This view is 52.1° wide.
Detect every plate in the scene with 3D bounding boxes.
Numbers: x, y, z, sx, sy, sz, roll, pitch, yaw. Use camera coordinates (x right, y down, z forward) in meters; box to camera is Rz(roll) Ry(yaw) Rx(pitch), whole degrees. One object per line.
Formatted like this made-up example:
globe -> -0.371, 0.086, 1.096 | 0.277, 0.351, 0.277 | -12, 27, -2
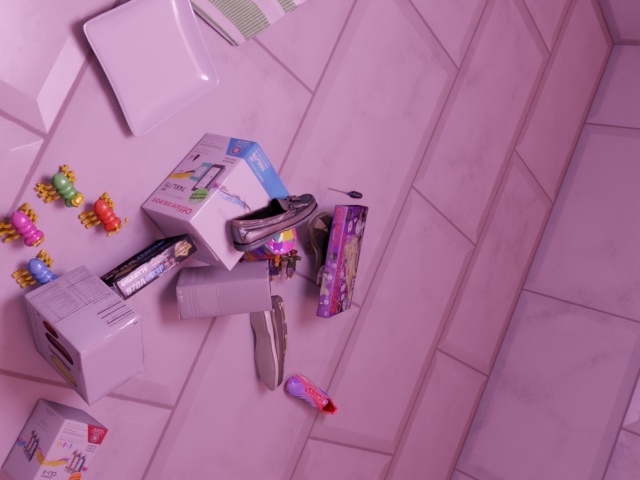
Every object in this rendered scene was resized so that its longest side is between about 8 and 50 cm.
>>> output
plate -> -0.384, -0.422, 1.507 | 0.278, 0.045, 0.277 | -43, 132, -30

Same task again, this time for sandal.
sandal -> 0.001, -0.002, 2.065 | 0.120, 0.086, 0.302 | -44, 149, -23

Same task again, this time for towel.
towel -> -0.150, -0.601, 1.540 | 0.248, 0.325, 0.038 | 31, 44, -49

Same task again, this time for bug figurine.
bug figurine -> -0.560, -0.025, 1.423 | 0.279, 0.072, 0.216 | -50, 135, -25

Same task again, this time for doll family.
doll family -> -0.146, 0.060, 1.938 | 0.193, 0.076, 0.111 | -9, 115, -45

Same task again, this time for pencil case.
pencil case -> -0.151, 0.006, 1.779 | 0.105, 0.236, 0.104 | 5, 78, -25

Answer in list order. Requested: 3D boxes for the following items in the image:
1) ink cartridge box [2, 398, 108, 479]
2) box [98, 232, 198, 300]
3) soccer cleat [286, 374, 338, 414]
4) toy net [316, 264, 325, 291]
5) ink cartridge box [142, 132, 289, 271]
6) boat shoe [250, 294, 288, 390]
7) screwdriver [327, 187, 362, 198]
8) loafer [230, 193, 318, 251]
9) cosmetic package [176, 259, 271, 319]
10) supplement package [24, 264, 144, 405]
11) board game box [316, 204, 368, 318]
ink cartridge box -> -0.606, 0.478, 1.500 | 0.128, 0.127, 0.176 | 38, 75, -49
box -> -0.417, 0.065, 1.537 | 0.220, 0.175, 0.051 | -38, 108, -35
soccer cleat -> -0.027, 0.525, 2.221 | 0.083, 0.095, 0.248 | -59, 139, -17
toy net -> 0.045, 0.131, 2.153 | 0.122, 0.045, 0.232 | -53, 158, -16
ink cartridge box -> -0.258, -0.099, 1.651 | 0.270, 0.198, 0.197 | -54, 138, -23
boat shoe -> -0.143, 0.314, 2.001 | 0.091, 0.109, 0.304 | -20, 114, -39
screwdriver -> 0.080, -0.157, 2.173 | 0.170, 0.024, 0.025 | 3, 129, -44
loafer -> -0.109, -0.064, 1.614 | 0.268, 0.096, 0.084 | -34, 122, -36
cosmetic package -> -0.246, 0.126, 1.705 | 0.127, 0.238, 0.107 | -97, -175, -68
supplement package -> -0.506, 0.204, 1.419 | 0.149, 0.203, 0.194 | -34, 147, -38
board game box -> 0.071, 0.060, 2.058 | 0.208, 0.056, 0.346 | -6, 108, -63
